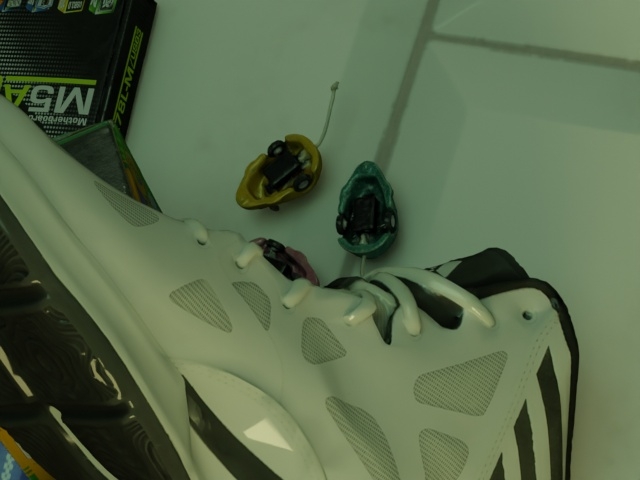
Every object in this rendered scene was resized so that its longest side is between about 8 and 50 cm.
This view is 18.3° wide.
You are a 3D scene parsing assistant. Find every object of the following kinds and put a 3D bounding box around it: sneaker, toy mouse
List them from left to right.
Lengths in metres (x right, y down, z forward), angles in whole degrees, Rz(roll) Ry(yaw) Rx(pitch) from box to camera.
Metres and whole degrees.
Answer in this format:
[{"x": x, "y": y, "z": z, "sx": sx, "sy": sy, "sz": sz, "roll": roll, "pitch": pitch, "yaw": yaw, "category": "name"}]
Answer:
[{"x": -0.028, "y": 0.048, "z": 1.088, "sx": 0.257, "sy": 0.447, "sz": 0.169, "roll": -47, "pitch": 19, "yaw": -27, "category": "sneaker"}, {"x": 0.000, "y": 0.000, "z": 1.272, "sx": 0.161, "sy": 0.031, "sz": 0.143, "roll": -43, "pitch": 60, "yaw": 0, "category": "toy mouse"}]

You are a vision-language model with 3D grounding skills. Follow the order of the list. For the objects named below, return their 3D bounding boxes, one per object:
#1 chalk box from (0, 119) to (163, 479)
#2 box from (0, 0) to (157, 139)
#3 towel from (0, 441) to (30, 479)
[{"x": -0.155, "y": 0.025, "z": 1.237, "sx": 0.132, "sy": 0.132, "sz": 0.213, "roll": -21, "pitch": 52, "yaw": 2, "category": "chalk box"}, {"x": -0.223, "y": -0.097, "z": 1.390, "sx": 0.190, "sy": 0.045, "sz": 0.184, "roll": 5, "pitch": 69, "yaw": 23, "category": "box"}, {"x": -0.112, "y": 0.224, "z": 1.218, "sx": 0.336, "sy": 0.040, "sz": 0.243, "roll": 9, "pitch": 73, "yaw": 24, "category": "towel"}]
